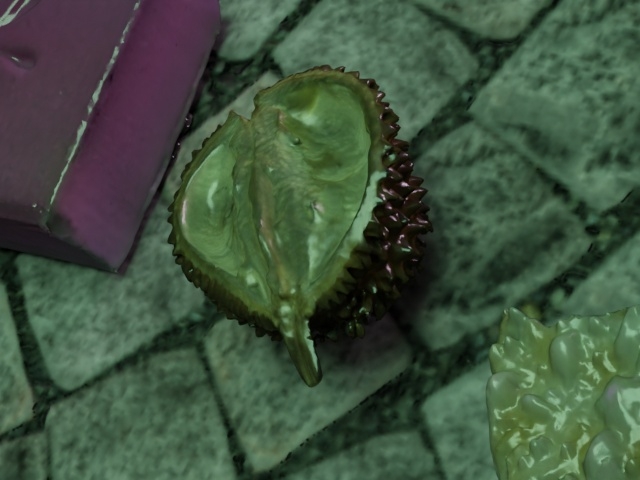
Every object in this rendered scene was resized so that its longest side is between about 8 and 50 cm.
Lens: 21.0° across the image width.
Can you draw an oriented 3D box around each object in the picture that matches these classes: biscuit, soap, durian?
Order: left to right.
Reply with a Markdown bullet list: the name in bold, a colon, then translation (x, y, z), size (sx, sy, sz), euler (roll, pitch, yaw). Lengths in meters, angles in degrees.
- **soap**: translation (-0.204, -0.093, 1.041), size (0.259, 0.081, 0.181), euler (12, 71, 32)
- **durian**: translation (0.000, 0.000, 0.877), size (0.148, 0.091, 0.188), euler (-28, 43, 26)
- **biscuit**: translation (0.187, 0.123, 0.722), size (0.281, 0.084, 0.179), euler (10, 74, 34)
